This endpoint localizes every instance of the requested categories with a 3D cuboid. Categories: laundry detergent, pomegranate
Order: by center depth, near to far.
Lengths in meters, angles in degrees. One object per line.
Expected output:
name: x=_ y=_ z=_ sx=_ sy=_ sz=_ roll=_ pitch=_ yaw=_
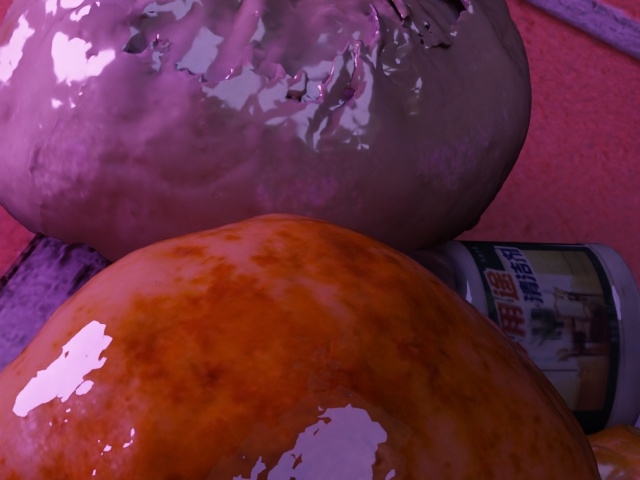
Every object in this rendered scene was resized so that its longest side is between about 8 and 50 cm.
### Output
pomegranate: x=-0.015 y=0.106 z=0.700 sx=0.248 sy=0.248 sz=0.248 roll=14 pitch=41 yaw=-13
laundry detergent: x=0.041 y=0.047 z=0.910 sx=0.226 sy=0.070 sz=0.099 roll=2 pitch=85 yaw=-24

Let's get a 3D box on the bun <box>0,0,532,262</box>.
bun: x=-0.034 y=-0.095 z=0.921 sx=0.287 sy=0.146 sz=0.287 roll=-1 pitch=26 yaw=1

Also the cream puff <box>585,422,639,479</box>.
cream puff: x=0.136 y=0.139 z=0.827 sx=0.146 sy=0.146 sz=0.116 roll=38 pitch=24 yaw=15
